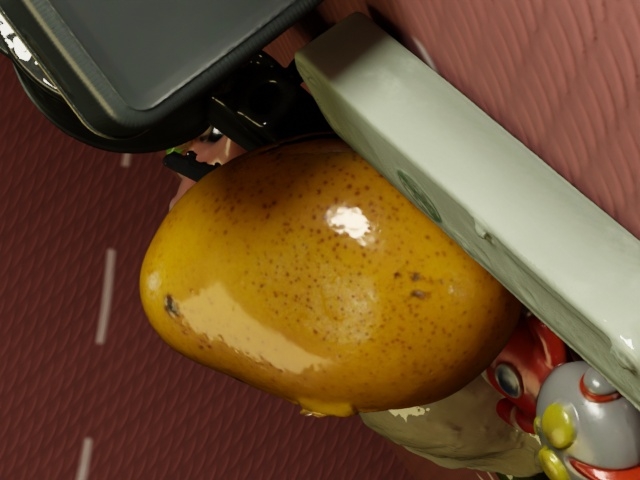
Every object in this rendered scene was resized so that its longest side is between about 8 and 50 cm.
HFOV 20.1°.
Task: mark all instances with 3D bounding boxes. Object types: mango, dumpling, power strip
[{"bbox_3d":[-0.001,0.018,1.291,0.160,0.290,0.191,-44,-52,-64],"label":"mango"},{"bbox_3d":[0.121,0.143,1.559,0.179,0.131,0.252,33,143,6],"label":"dumpling"},{"bbox_3d":[0.102,-0.029,1.107,0.385,0.062,0.091,46,171,42],"label":"power strip"}]

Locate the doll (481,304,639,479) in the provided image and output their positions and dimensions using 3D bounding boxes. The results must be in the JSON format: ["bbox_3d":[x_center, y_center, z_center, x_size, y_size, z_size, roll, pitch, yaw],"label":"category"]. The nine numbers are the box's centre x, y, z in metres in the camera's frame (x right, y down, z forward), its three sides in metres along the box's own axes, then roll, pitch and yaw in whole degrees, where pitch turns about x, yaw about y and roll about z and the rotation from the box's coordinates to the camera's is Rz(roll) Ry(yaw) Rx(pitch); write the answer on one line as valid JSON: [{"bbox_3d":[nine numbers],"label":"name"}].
[{"bbox_3d":[0.172,0.112,1.311,0.245,0.076,0.142,53,153,43],"label":"doll"}]

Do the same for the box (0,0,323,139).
[{"bbox_3d":[-0.085,-0.166,1.084,0.144,0.201,0.090,55,169,-11],"label":"box"}]

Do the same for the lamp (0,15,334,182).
[{"bbox_3d":[-0.150,-0.187,1.356,0.374,0.205,0.272,35,172,19],"label":"lamp"}]

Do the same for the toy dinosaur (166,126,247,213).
[{"bbox_3d":[-0.127,-0.059,1.900,0.152,0.194,0.177,35,-150,-17],"label":"toy dinosaur"}]

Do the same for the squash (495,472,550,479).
[{"bbox_3d":[0.140,0.132,1.659,0.258,0.069,0.069,54,174,7],"label":"squash"}]
